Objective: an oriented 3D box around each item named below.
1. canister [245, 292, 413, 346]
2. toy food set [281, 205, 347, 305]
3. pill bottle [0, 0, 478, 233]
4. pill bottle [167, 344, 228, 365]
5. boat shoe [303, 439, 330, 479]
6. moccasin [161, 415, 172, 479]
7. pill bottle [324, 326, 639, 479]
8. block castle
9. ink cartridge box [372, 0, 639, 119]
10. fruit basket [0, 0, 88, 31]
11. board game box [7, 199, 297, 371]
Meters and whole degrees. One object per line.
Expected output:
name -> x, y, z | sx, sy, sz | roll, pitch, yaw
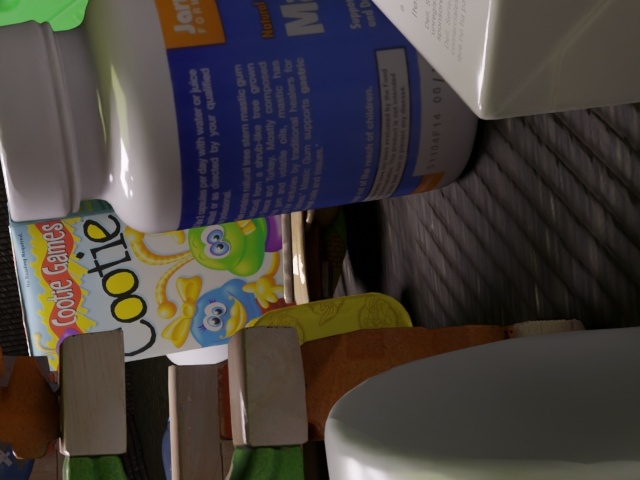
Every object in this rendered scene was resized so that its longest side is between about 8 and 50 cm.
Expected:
canister -> -0.005, 0.104, 0.895 | 0.170, 0.126, 0.073 | 116, 143, -68
toy food set -> 0.000, 0.000, 0.918 | 0.192, 0.038, 0.133 | 43, -136, -82
pill bottle -> -0.056, -0.087, 0.682 | 0.152, 0.271, 0.152 | 171, 90, -75
pill bottle -> -0.170, -0.005, 1.248 | 0.283, 0.161, 0.161 | 65, 176, -32
boat shoe -> -0.016, 0.287, 1.073 | 0.104, 0.110, 0.307 | 126, 133, -71
moccasin -> -0.083, 0.329, 1.170 | 0.342, 0.137, 0.117 | 59, 166, 9
pill bottle -> 0.107, 0.223, 0.385 | 0.204, 0.204, 0.361 | -165, 67, -74
block castle -> -0.088, 0.164, 0.612 | 0.303, 0.453, 0.213 | 146, 122, -73
ink cartridge box -> 0.055, -0.223, 0.481 | 0.353, 0.119, 0.207 | -120, 25, -51
fruit basket -> -0.177, -0.271, 1.036 | 0.283, 0.391, 0.392 | -113, 20, -45
board game box -> -0.143, 0.021, 1.071 | 0.144, 0.275, 0.142 | -147, 50, -71
